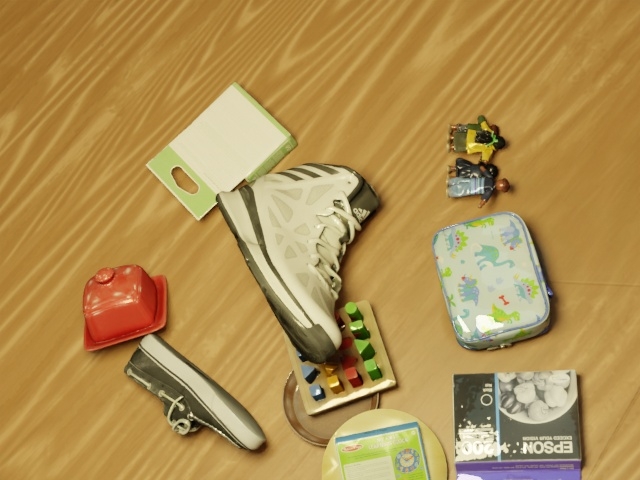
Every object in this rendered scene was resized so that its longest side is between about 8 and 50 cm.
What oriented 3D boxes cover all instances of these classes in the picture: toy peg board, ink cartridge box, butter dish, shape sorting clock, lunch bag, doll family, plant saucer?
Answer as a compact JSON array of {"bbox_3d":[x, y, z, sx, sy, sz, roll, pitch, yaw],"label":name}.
[{"bbox_3d":[0.025,0.188,1.950,0.160,0.079,0.161,-20,65,4],"label":"toy peg board"},{"bbox_3d":[-0.186,-0.162,2.175,0.235,0.056,0.171,-44,66,-2],"label":"ink cartridge box"},{"bbox_3d":[-0.365,0.098,2.063,0.160,0.118,0.160,-18,37,7],"label":"butter dish"},{"bbox_3d":[0.105,0.381,1.906,0.206,0.040,0.206,-1,81,4],"label":"shape sorting clock"},{"bbox_3d":[0.293,0.070,1.958,0.176,0.090,0.219,-17,67,8],"label":"lunch bag"},{"bbox_3d":[0.280,-0.142,2.053,0.111,0.076,0.193,0,75,8],"label":"doll family"},{"bbox_3d":[0.018,0.270,1.980,0.168,0.029,0.168,-4,70,12],"label":"plant saucer"},{"bbox_3d":[0.319,0.318,1.885,0.206,0.045,0.208,-4,70,11],"label":"ink cartridge box"}]

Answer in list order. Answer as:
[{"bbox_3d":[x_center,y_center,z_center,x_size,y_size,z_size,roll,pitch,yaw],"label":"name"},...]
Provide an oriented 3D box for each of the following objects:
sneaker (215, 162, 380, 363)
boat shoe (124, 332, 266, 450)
[{"bbox_3d":[-0.001,-0.001,1.958,0.257,0.169,0.447,-28,42,-3],"label":"sneaker"},{"bbox_3d":[-0.225,0.281,1.988,0.306,0.113,0.105,36,88,25],"label":"boat shoe"}]
